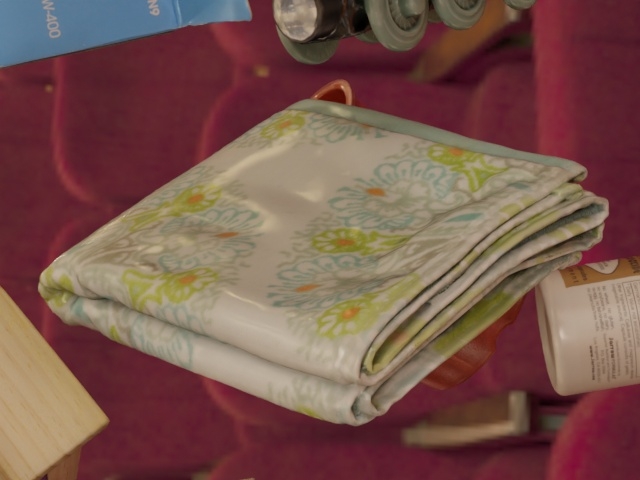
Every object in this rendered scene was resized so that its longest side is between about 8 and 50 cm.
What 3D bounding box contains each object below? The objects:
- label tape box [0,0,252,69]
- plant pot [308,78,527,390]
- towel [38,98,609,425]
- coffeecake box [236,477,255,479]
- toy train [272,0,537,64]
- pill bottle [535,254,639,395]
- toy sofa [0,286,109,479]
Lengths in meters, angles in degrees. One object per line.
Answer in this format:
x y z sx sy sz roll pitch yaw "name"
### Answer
-0.195 -0.225 0.897 0.333 0.106 0.241 6 112 54 "label tape box"
0.065 0.012 1.643 0.272 0.265 0.272 -52 19 26 "plant pot"
0.000 0.000 1.263 0.374 0.320 0.090 15 127 42 "towel"
-0.055 0.275 1.217 0.185 0.142 0.068 40 113 32 "coffeecake box"
0.068 -0.266 1.313 0.142 0.334 0.190 -3 105 42 "toy train"
0.344 0.078 1.592 0.131 0.229 0.131 -9 -90 -88 "pill bottle"
-0.298 0.195 1.324 0.150 0.177 0.362 49 158 10 "toy sofa"
